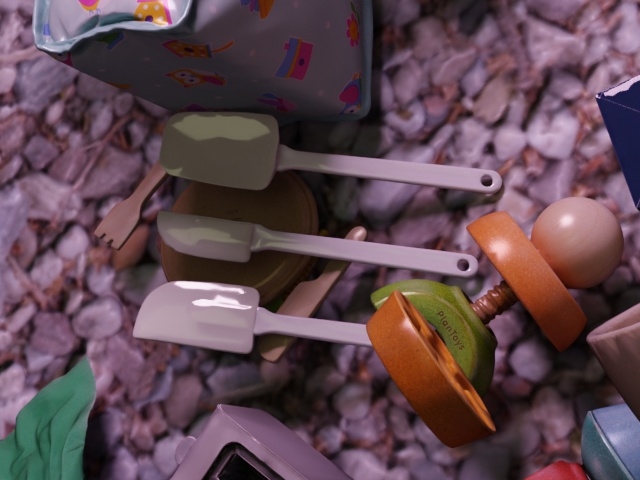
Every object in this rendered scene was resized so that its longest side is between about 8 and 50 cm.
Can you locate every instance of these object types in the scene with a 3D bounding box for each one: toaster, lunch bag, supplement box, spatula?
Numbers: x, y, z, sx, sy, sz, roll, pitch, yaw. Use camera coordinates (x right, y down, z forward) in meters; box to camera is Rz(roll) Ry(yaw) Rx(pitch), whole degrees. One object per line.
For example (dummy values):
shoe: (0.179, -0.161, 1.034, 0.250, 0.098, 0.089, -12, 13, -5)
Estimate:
toaster: (-0.040, 0.223, 1.113, 0.186, 0.110, 0.168, 36, 95, 28)
lunch bag: (-0.073, -0.227, 1.177, 0.160, 0.223, 0.262, -7, 74, 34)
supplement box: (0.224, -0.056, 1.073, 0.056, 0.083, 0.083, -23, 68, 19)
spatula: (0.000, 0.000, 1.158, 0.242, 0.019, 0.168, 6, 76, 8)

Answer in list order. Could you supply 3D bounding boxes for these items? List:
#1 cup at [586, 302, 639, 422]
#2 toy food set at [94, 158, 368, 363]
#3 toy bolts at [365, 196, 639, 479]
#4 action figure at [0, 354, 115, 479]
cup: (0.340, 0.086, 0.877, 0.331, 0.331, 0.237, -27, 85, 17)
toy food set: (-0.060, 0.003, 1.223, 0.192, 0.038, 0.132, 34, 82, 31)
toy bolts: (0.152, 0.081, 1.022, 0.158, 0.218, 0.228, -36, 83, 7)
action figure: (-0.181, 0.187, 1.156, 0.137, 0.063, 0.232, -49, 27, 9)
